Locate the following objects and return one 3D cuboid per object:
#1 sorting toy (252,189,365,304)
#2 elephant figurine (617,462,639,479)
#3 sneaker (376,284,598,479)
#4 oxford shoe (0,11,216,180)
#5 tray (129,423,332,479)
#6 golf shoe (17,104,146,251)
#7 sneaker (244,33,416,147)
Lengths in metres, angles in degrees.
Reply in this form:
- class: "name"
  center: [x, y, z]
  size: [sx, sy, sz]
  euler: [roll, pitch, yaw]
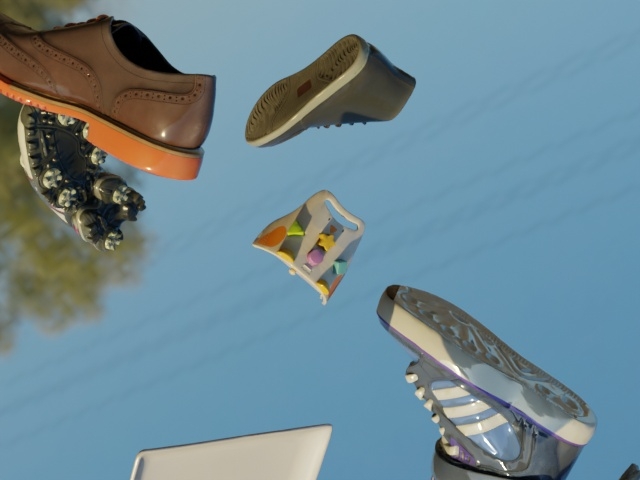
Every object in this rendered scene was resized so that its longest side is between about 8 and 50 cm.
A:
- class: "sorting toy"
  center: [0.000, 0.000, 1.657]
  size: [0.075, 0.083, 0.045]
  euler: [-54, -165, -15]
- class: "elephant figurine"
  center: [0.376, 0.437, 2.403]
  size: [0.169, 0.186, 0.239]
  euler: [-31, -155, 15]
- class: "sneaker"
  center: [0.160, 0.231, 2.449]
  size: [0.236, 0.323, 0.130]
  euler: [-56, 180, 21]
- class: "oxford shoe"
  center: [-0.191, -0.146, 1.608]
  size: [0.097, 0.271, 0.098]
  euler: [-6, 121, -61]
- class: "tray"
  center: [-0.115, 0.275, 2.218]
  size: [0.270, 0.145, 0.030]
  euler: [-4, -147, -38]
- class: "golf shoe"
  center: [-0.293, -0.084, 2.161]
  size: [0.120, 0.273, 0.105]
  euler: [30, -110, 25]
- class: "sneaker"
  center: [0.011, -0.164, 2.494]
  size: [0.222, 0.118, 0.083]
  euler: [-32, -135, 33]
